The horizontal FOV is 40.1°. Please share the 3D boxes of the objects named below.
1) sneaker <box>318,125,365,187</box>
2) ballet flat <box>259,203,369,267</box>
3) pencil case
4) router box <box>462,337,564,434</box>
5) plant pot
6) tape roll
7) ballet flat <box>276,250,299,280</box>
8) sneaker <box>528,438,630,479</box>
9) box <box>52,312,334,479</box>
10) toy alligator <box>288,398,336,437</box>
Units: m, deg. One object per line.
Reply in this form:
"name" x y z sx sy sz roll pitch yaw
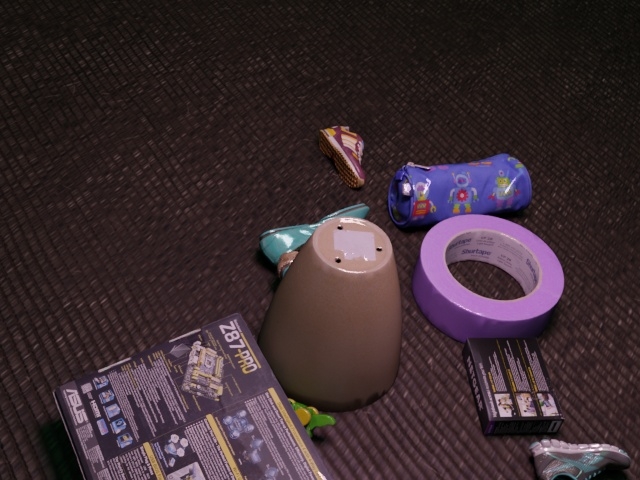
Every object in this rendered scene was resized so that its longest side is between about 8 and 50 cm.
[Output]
"sneaker" 0.068 -0.190 1.909 0.084 0.069 0.185 -18 51 -19
"ballet flat" 0.000 0.000 1.709 0.247 0.083 0.087 -18 75 -26
"pencil case" 0.288 -0.107 1.824 0.306 0.133 0.119 -8 14 -19
"router box" 0.332 0.250 1.527 0.133 0.046 0.179 1 45 -9
"plant pot" 0.032 0.100 1.461 0.256 0.274 0.256 5 44 -5
"tape roll" 0.317 0.075 1.673 0.274 0.090 0.275 5 45 -5
"ballet flat" 0.015 0.051 1.640 0.206 0.073 0.067 10 31 -22
"sneaker" 0.422 0.371 1.423 0.166 0.065 0.076 4 61 -2
"box" -0.180 0.324 1.286 0.318 0.097 0.395 -24 52 -15
"toy alligator" -0.068 0.281 1.424 0.189 0.056 0.051 17 88 17
